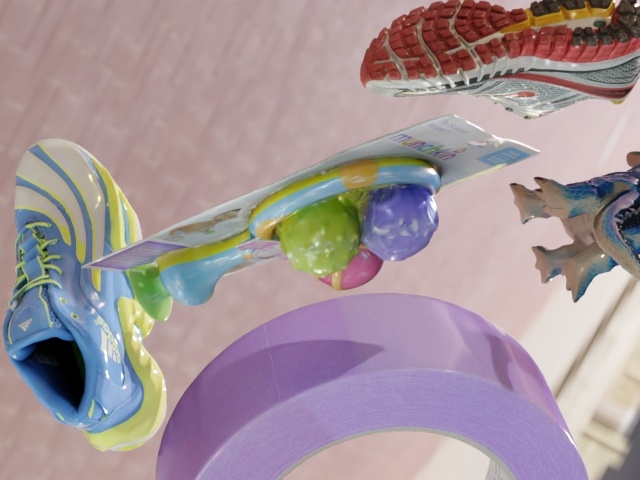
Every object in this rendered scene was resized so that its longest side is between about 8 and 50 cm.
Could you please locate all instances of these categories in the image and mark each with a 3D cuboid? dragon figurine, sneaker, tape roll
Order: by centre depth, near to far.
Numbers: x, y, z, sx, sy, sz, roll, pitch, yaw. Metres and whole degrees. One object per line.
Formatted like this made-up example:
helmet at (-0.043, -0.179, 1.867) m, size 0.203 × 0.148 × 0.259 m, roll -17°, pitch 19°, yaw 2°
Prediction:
tape roll at (0.033, 0.172, 1.249) m, size 0.090 × 0.275 × 0.275 m, roll -106°, pitch -147°, yaw -57°
dragon figurine at (0.213, -0.024, 1.252) m, size 0.144 × 0.085 × 0.289 m, roll -20°, pitch -179°, yaw -5°
sneaker at (-0.177, 0.030, 1.358) m, size 0.091 × 0.240 × 0.126 m, roll -25°, pitch 165°, yaw 13°
sneaker at (0.143, -0.131, 1.502) m, size 0.092 × 0.225 × 0.088 m, roll 82°, pitch 8°, yaw -45°

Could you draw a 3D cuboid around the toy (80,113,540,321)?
toy at (0.000, 0.000, 1.090) m, size 0.137 × 0.237 × 0.056 m, roll 12°, pitch 63°, yaw -63°
